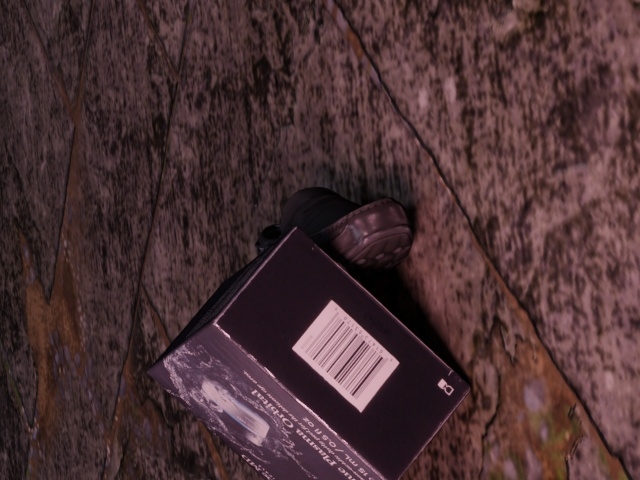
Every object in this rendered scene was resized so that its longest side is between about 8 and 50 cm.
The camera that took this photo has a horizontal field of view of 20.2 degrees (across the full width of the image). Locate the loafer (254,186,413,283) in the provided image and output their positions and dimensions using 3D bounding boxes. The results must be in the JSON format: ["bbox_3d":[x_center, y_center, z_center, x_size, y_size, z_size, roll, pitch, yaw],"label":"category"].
[{"bbox_3d":[0.000,0.000,1.244,0.223,0.076,0.078,-32,75,68],"label":"loafer"}]

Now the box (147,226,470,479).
[{"bbox_3d":[-0.012,0.092,1.183,0.156,0.093,0.158,43,155,-5],"label":"box"}]
